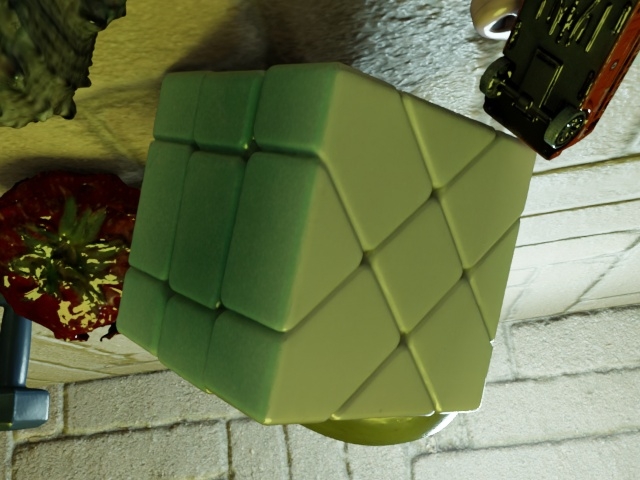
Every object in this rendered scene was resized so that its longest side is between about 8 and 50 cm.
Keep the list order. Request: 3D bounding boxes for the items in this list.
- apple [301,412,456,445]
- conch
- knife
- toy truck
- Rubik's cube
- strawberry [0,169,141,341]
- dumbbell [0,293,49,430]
[{"bbox_3d":[0.075,0.168,1.309,0.474,0.473,0.473,-6,163,-2],"label":"apple"},{"bbox_3d":[-0.266,-0.177,0.468,0.186,0.240,0.313,-44,179,9],"label":"conch"},{"bbox_3d":[0.293,-0.227,0.773,0.336,0.043,0.081,5,159,-37],"label":"knife"},{"bbox_3d":[0.248,-0.205,0.628,0.114,0.107,0.252,-24,148,-30],"label":"toy truck"},{"bbox_3d":[0.000,0.000,0.759,0.319,0.321,0.316,9,-178,-41],"label":"Rubik's cube"},{"bbox_3d":[-0.358,0.012,1.020,0.274,0.273,0.220,-3,-161,-14],"label":"strawberry"},{"bbox_3d":[-0.608,0.211,1.339,0.144,0.324,0.160,-7,165,29],"label":"dumbbell"}]
